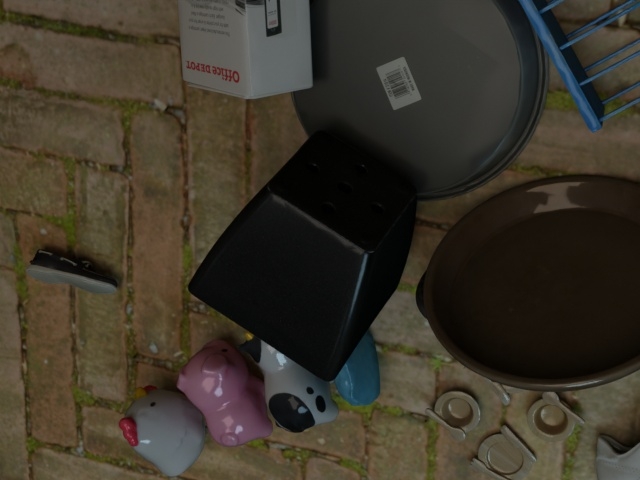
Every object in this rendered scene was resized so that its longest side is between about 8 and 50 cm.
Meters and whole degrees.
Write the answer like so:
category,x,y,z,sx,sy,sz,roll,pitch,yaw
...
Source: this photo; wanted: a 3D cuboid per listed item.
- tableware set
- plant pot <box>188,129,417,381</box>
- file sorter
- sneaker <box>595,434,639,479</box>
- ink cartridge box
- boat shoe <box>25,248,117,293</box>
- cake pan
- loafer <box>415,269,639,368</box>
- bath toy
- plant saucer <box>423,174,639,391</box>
category,x,y,z,sx,sy,sz,roll,pitch,yaw
tableware set,0.217,0.205,1.247,0.141,0.020,0.169,43,116,2
plant pot,0.000,0.000,1.138,0.188,0.187,0.167,33,135,6
file sorter,0.271,-0.212,1.037,0.104,0.118,0.170,-28,97,22
sneaker,0.387,0.244,1.148,0.212,0.080,0.094,-11,88,44
ink cartridge box,-0.084,-0.263,1.128,0.148,0.086,0.203,23,121,51
boat shoe,-0.315,0.039,1.369,0.125,0.038,0.046,10,153,17
cake pan,0.094,-0.176,1.146,0.293,0.054,0.293,6,110,18
loafer,0.289,0.083,1.139,0.366,0.134,0.130,4,135,28
bath toy,-0.105,0.180,1.294,0.348,0.129,0.151,-25,64,24
plant saucer,0.241,0.043,1.069,0.277,0.278,0.041,-3,136,20
